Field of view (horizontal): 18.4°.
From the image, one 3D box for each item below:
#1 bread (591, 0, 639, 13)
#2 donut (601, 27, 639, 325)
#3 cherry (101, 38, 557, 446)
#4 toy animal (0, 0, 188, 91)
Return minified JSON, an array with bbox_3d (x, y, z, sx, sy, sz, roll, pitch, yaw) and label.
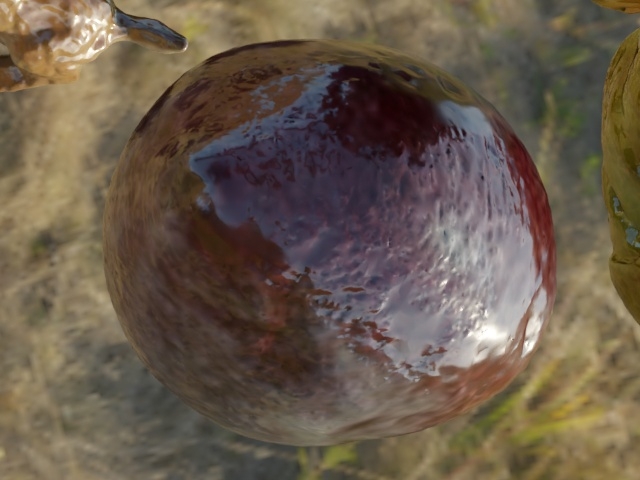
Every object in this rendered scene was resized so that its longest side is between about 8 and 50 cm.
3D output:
[{"bbox_3d":[0.170,-0.238,0.897,0.225,0.250,0.279,54,11,11],"label":"bread"},{"bbox_3d":[0.358,-0.043,1.311,0.360,0.360,0.170,60,17,-18],"label":"donut"},{"bbox_3d":[0.000,0.000,1.018,0.300,0.230,0.203,41,56,-63],"label":"cherry"},{"bbox_3d":[-0.185,-0.170,1.254,0.185,0.184,0.104,78,18,-66],"label":"toy animal"}]
